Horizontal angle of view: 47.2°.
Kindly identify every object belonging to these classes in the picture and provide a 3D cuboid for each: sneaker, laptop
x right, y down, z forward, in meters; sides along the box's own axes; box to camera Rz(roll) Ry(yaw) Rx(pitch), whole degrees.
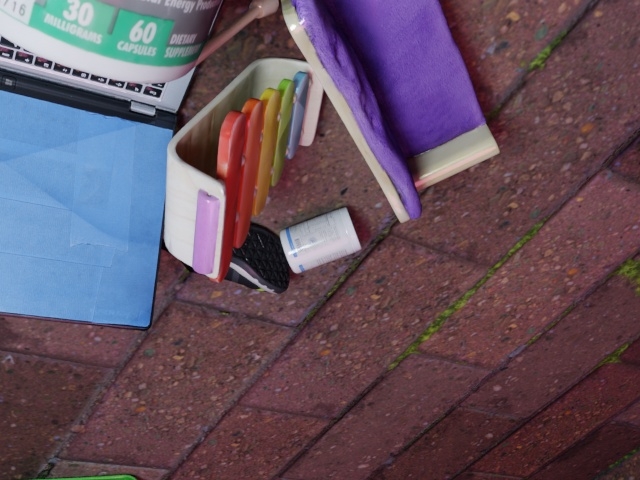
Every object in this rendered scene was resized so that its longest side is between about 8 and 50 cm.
[{"bbox_3d":[-0.144,0.015,1.064,0.097,0.084,0.234,-18,143,38],"label":"sneaker"},{"bbox_3d":[-0.293,-0.148,0.704,0.381,0.236,0.408,11,131,-28],"label":"laptop"}]

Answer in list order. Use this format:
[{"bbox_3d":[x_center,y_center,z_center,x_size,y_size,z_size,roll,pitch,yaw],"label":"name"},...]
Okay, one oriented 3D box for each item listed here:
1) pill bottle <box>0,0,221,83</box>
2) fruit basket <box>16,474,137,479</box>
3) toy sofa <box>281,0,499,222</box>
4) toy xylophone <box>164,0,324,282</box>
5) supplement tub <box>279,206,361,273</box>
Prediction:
[{"bbox_3d":[-0.126,-0.319,0.535,0.204,0.204,0.361,12,123,-28],"label":"pill bottle"},{"bbox_3d":[-0.516,0.583,1.370,0.391,0.283,0.392,-7,151,-4],"label":"fruit basket"},{"bbox_3d":[0.083,-0.197,0.821,0.150,0.177,0.362,-26,136,10],"label":"toy sofa"},{"bbox_3d":[-0.081,-0.118,0.791,0.081,0.323,0.236,19,137,9],"label":"toy xylophone"},{"bbox_3d":[0.000,0.000,1.081,0.107,0.071,0.071,-20,138,3],"label":"supplement tub"}]
